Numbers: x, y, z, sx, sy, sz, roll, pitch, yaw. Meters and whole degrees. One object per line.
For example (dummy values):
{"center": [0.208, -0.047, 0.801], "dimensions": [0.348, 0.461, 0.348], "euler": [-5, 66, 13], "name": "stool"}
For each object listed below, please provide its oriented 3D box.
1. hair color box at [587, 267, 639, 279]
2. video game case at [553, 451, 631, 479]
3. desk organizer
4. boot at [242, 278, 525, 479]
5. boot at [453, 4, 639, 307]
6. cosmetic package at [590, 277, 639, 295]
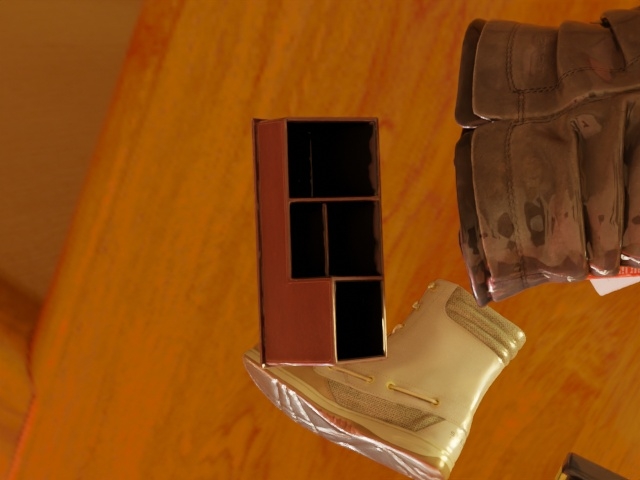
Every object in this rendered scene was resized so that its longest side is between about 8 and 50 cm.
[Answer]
{"center": [0.181, -0.019, 0.829], "dimensions": [0.167, 0.093, 0.053], "euler": [-2, 125, 8], "name": "hair color box"}
{"center": [0.252, 0.318, 0.902], "dimensions": [0.275, 0.035, 0.248], "euler": [25, 109, 8], "name": "video game case"}
{"center": [0.000, 0.000, 0.644], "dimensions": [0.050, 0.047, 0.130], "euler": [-4, 87, 41], "name": "desk organizer"}
{"center": [0.054, 0.101, 1.095], "dimensions": [0.213, 0.077, 0.165], "euler": [24, 65, 25], "name": "boot"}
{"center": [0.186, -0.117, 0.681], "dimensions": [0.223, 0.338, 0.118], "euler": [1, 141, 20], "name": "boot"}
{"center": [0.263, -0.036, 1.003], "dimensions": [0.085, 0.231, 0.117], "euler": [-31, 86, -12], "name": "cosmetic package"}
